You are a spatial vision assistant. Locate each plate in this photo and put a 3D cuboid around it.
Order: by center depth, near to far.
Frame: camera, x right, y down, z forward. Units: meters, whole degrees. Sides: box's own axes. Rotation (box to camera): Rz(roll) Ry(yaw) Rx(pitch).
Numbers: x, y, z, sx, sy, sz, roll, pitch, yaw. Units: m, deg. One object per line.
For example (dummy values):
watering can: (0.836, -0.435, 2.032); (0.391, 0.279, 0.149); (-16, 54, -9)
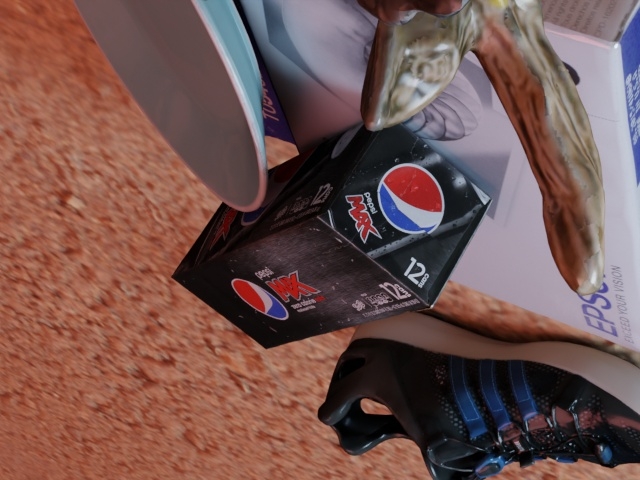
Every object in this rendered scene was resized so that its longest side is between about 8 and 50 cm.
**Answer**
plate: (-0.066, -0.097, 0.782); (0.188, 0.024, 0.188); (53, 166, 20)

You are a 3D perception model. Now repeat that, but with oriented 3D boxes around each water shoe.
water shoe: (0.089, 0.093, 0.968); (0.203, 0.080, 0.073); (10, 150, 42)

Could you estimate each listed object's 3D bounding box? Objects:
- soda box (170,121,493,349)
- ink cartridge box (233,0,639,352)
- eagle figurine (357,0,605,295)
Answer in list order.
soda box: (0.000, 0.000, 0.805); (0.060, 0.053, 0.169); (39, 158, -13)
ink cartridge box: (0.032, -0.057, 0.775); (0.224, 0.045, 0.223); (21, 156, 26)
eagle figurine: (0.038, -0.142, 0.421); (0.226, 0.225, 0.298); (39, 170, 9)
